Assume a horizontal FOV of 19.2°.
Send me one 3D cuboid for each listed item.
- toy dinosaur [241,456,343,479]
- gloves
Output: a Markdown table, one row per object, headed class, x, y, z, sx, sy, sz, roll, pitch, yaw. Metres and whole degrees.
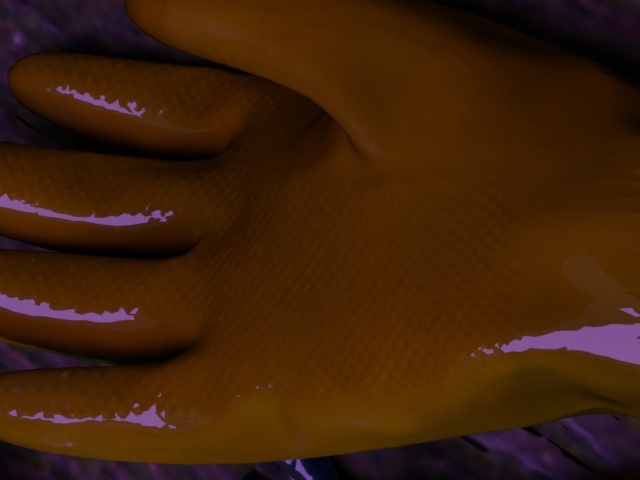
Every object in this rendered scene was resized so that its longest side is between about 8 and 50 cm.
| class | x | y | z | sx | sy | sz | roll | pitch | yaw |
| --- | --- | --- | --- | --- | --- | --- | --- | --- | --- |
| toy dinosaur | 0.010 | 0.142 | 0.642 | 0.147 | 0.076 | 0.363 | 41 | 120 | 2 |
| gloves | 0.000 | 0.001 | 0.562 | 0.294 | 0.133 | 0.116 | 4 | 150 | 24 |
